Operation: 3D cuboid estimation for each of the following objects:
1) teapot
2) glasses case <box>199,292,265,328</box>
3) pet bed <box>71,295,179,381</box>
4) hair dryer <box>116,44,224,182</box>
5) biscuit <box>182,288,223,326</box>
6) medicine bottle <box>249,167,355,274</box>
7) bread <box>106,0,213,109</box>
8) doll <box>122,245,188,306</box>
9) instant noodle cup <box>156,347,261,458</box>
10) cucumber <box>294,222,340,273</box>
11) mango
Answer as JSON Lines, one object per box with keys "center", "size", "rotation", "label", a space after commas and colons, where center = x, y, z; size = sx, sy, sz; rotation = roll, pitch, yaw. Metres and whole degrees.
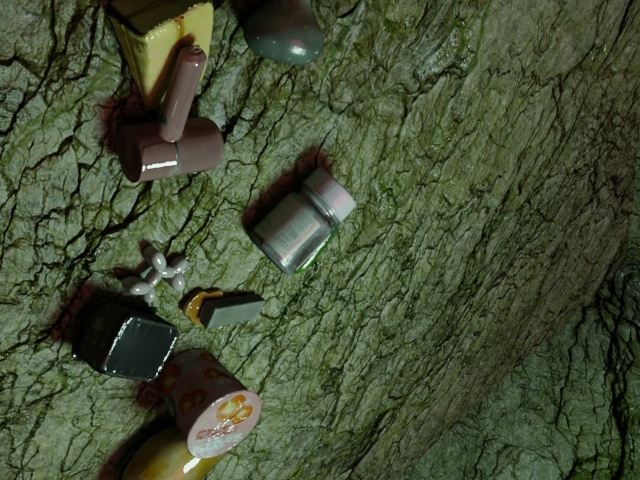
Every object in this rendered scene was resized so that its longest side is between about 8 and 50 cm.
{"center": [-0.065, -0.517, 1.603], "size": [0.183, 0.183, 0.251], "rotation": [0, 109, -44], "label": "teapot"}
{"center": [-0.248, 0.196, 2.073], "size": [0.204, 0.047, 0.071], "rotation": [-6, 126, -53], "label": "glasses case"}
{"center": [-0.491, 0.243, 1.828], "size": [0.210, 0.159, 0.183], "rotation": [24, 92, -55], "label": "pet bed"}
{"center": [-0.285, -0.271, 1.547], "size": [0.210, 0.125, 0.352], "rotation": [-15, 152, -37], "label": "hair dryer"}
{"center": [-0.319, 0.179, 2.035], "size": [0.118, 0.023, 0.140], "rotation": [-45, 144, -14], "label": "biscuit"}
{"center": [-0.048, -0.052, 1.994], "size": [0.273, 0.165, 0.165], "rotation": [-45, 141, -6], "label": "medicine bottle"}
{"center": [-0.292, -0.373, 1.496], "size": [0.167, 0.163, 0.264], "rotation": [-35, 140, -19], "label": "bread"}
{"center": [-0.402, 0.088, 1.846], "size": [0.161, 0.059, 0.160], "rotation": [-56, 144, -10], "label": "doll"}
{"center": [-0.326, 0.449, 2.085], "size": [0.242, 0.231, 0.243], "rotation": [-25, 137, -27], "label": "instant noodle cup"}
{"center": [0.000, 0.000, 2.169], "size": [0.250, 0.056, 0.056], "rotation": [-54, 141, 10], "label": "cucumber"}
{"center": [-0.420, 0.648, 2.175], "size": [0.383, 0.199, 0.221], "rotation": [-34, 158, -7], "label": "mango"}
